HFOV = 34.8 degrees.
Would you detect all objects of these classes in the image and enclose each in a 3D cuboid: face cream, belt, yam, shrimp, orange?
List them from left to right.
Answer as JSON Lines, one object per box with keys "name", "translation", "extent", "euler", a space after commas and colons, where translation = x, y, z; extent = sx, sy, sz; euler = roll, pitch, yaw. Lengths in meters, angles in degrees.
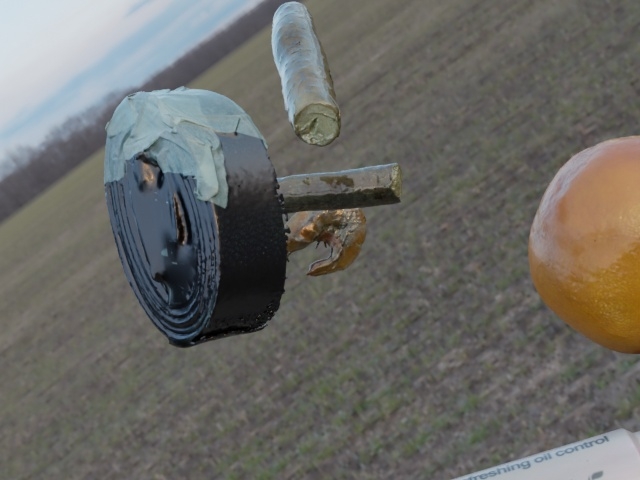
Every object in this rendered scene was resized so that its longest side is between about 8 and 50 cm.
{"name": "belt", "translation": [-0.097, -0.023, 0.766], "extent": [0.078, 0.198, 0.151], "euler": [-10, -15, -38]}
{"name": "yam", "translation": [-0.023, -0.216, 1.275], "extent": [0.317, 0.067, 0.071], "euler": [-102, 27, -55]}
{"name": "yam", "translation": [-0.022, -0.065, 1.427], "extent": [0.274, 0.061, 0.061], "euler": [-6, 17, 6]}
{"name": "shrimp", "translation": [0.000, -0.001, 1.781], "extent": [0.187, 0.132, 0.051], "euler": [-35, -6, -9]}
{"name": "face cream", "translation": [0.260, 0.244, 1.004], "extent": [0.311, 0.092, 0.092], "euler": [-17, 14, 4]}
{"name": "orange", "translation": [0.378, 0.005, 1.203], "extent": [0.261, 0.261, 0.261], "euler": [-35, 12, 8]}
